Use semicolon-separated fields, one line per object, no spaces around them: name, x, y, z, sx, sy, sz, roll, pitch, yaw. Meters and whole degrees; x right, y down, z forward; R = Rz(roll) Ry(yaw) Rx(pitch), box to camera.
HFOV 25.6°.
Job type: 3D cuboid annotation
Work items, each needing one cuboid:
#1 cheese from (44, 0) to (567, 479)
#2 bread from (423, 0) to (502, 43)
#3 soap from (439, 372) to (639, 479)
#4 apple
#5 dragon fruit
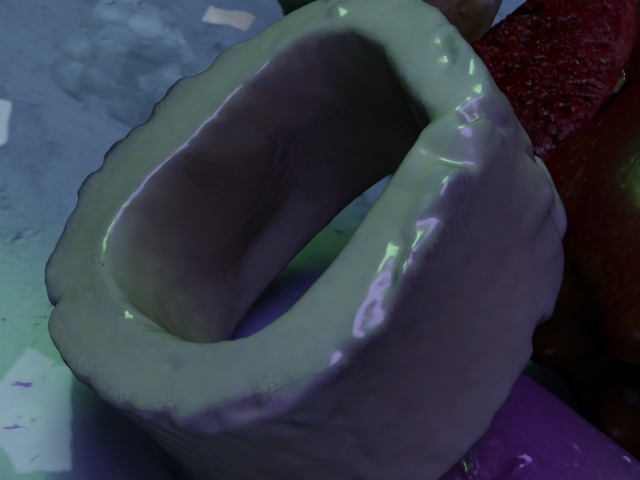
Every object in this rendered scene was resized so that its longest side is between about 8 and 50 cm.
cheese;0.003;0.002;0.894;0.292;0.153;0.332;23;71;46
bread;0.090;-0.206;1.204;0.125;0.106;0.082;3;53;-13
soap;0.084;0.205;0.898;0.181;0.081;0.259;38;54;16
apple;0.294;0.004;0.977;0.317;0.288;0.288;-32;65;-18
dragon fruit;0.194;-0.118;1.109;0.161;0.274;0.126;-11;70;-56
